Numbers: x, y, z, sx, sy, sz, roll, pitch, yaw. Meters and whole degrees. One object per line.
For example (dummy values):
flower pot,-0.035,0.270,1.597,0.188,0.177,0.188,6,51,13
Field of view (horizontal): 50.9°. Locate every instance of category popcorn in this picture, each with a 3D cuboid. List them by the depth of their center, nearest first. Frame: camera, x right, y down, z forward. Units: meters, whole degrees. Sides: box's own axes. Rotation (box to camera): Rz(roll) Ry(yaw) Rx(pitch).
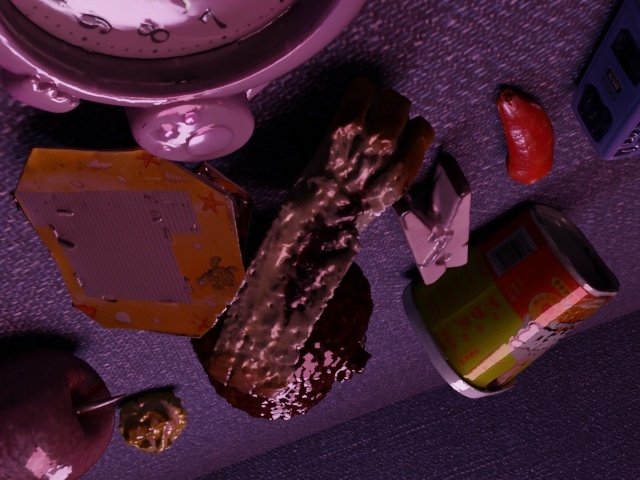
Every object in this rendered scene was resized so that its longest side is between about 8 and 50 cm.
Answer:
popcorn,-0.360,0.388,1.451,0.145,0.126,0.126,18,113,-34

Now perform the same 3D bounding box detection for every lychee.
lychee,-0.054,0.109,0.901,0.260,0.261,0.261,-18,158,-8

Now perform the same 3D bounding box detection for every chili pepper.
chili pepper,0.274,-0.129,0.893,0.071,0.063,0.272,-37,153,5

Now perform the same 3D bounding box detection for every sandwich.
sandwich,-0.004,-0.002,0.681,0.099,0.289,0.254,30,149,-6

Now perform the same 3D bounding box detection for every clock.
clock,-0.092,-0.185,0.372,0.295,0.113,0.322,-33,154,28

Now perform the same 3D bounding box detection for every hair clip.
hair clip,0.168,-0.024,1.005,0.101,0.085,0.331,-30,158,2

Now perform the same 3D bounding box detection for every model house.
model house,-0.141,-0.029,0.631,0.219,0.136,0.208,-1,124,22

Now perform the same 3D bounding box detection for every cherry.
cherry,-0.421,0.267,0.990,0.285,0.213,0.236,-12,149,3

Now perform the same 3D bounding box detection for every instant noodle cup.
instant noodle cup,0.362,0.104,1.266,0.293,0.294,0.308,6,139,-48

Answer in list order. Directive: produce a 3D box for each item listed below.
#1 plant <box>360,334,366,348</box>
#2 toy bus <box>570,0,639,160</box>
plant,0.030,0.220,1.423,0.116,0.105,0.122,-17,166,-38
toy bus,0.377,-0.205,0.718,0.133,0.126,0.292,-19,159,-5
